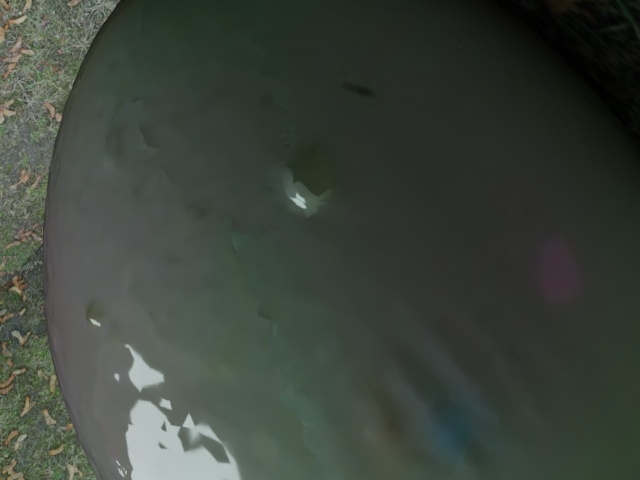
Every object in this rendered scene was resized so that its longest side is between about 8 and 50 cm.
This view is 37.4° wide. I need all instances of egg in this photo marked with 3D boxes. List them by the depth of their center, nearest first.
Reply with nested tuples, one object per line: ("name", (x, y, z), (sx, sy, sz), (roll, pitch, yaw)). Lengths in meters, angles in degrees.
("egg", (0.000, 0.000, 0.524), (0.340, 0.354, 0.354), (57, 173, -29))
